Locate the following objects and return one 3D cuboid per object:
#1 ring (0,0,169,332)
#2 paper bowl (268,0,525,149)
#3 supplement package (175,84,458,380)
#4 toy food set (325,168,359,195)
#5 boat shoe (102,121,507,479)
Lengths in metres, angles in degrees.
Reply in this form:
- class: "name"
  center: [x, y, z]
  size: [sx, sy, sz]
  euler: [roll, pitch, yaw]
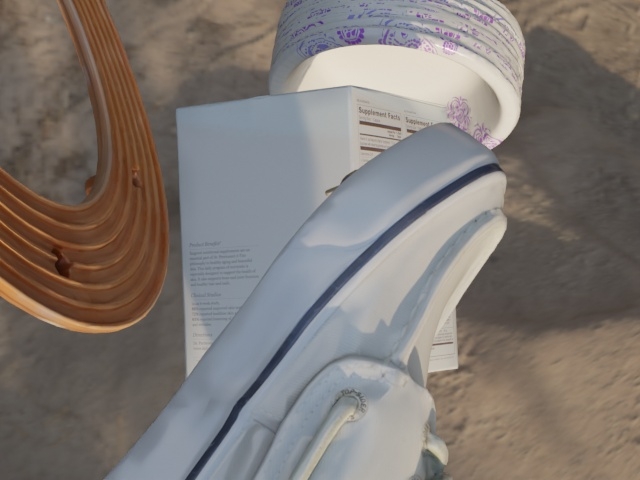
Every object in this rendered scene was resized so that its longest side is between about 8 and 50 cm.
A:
- class: "ring"
  center: [-0.162, -0.111, 0.586]
  size: [0.032, 0.336, 0.337]
  euler: [-24, 82, 13]
- class: "paper bowl"
  center: [0.089, -0.212, 1.505]
  size: [0.284, 0.284, 0.148]
  euler: [-3, 64, 26]
- class: "supplement package"
  center: [0.000, 0.000, 1.279]
  size: [0.199, 0.198, 0.263]
  euler: [-4, 87, 32]
- class: "toy food set"
  center: [0.047, -0.033, 0.905]
  size: [0.078, 0.122, 0.019]
  euler: [-22, 114, -14]
- class: "boat shoe"
  center: [-0.005, 0.076, 0.403]
  size: [0.088, 0.267, 0.096]
  euler: [32, 150, 16]
